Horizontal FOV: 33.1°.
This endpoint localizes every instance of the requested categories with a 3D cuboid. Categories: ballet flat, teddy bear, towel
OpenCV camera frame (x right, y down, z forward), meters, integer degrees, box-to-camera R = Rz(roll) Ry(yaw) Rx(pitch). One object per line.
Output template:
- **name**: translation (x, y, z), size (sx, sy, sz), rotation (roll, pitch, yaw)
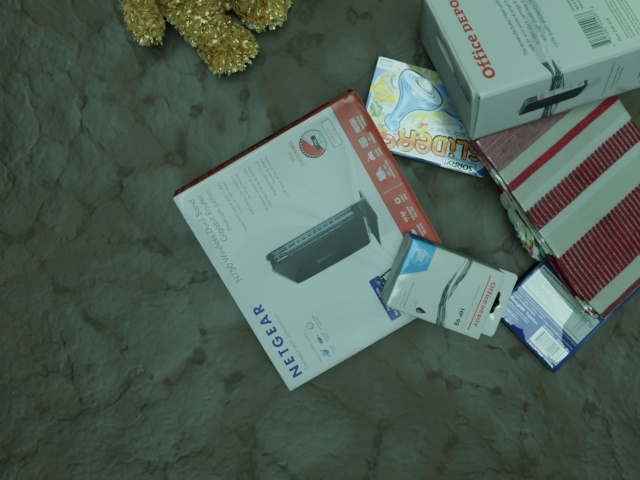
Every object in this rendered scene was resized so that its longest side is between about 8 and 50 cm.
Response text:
- **ballet flat**: translation (0.306, -0.090, 1.603), size (0.077, 0.091, 0.241), rotation (0, 87, 30)
- **teddy bear**: translation (-0.204, -0.390, 1.570), size (0.245, 0.113, 0.338), rotation (-36, 91, -1)
- **towel**: translation (0.386, -0.081, 1.560), size (0.237, 0.037, 0.329), rotation (-39, 101, -17)

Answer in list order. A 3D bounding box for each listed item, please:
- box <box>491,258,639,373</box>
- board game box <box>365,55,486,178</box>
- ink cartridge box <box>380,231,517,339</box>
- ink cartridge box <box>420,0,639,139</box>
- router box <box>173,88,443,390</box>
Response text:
- **box**: translation (0.381, 0.072, 1.617), size (0.225, 0.036, 0.136), rotation (-44, 91, 1)
- **board game box**: translation (0.165, -0.183, 1.611), size (0.201, 0.035, 0.136), rotation (15, 91, 0)
- **ink cartridge box**: translation (0.189, 0.069, 1.523), size (0.180, 0.060, 0.104), rotation (20, 97, -8)
- **ink cartridge box**: translation (0.296, -0.279, 1.488), size (0.272, 0.114, 0.197), rotation (-18, 63, -8)
- **router box**: translation (0.000, 0.000, 1.568), size (0.301, 0.082, 0.336), rotation (-31, 101, 1)
